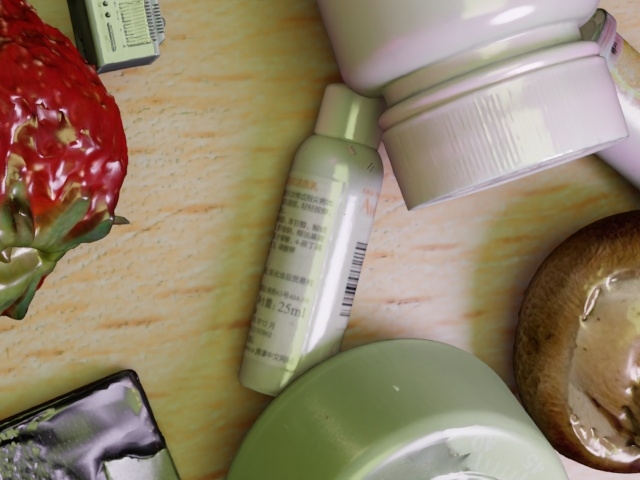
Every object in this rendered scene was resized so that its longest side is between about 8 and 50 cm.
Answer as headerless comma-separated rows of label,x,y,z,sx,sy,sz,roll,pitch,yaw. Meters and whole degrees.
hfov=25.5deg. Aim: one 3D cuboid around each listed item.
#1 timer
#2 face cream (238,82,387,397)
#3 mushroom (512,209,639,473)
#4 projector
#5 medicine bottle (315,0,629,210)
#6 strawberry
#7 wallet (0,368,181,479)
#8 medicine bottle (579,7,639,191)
timer,0.108,0.264,1.081,0.291,0.315,0.290,-9,113,-23
face cream,0.000,0.000,1.190,0.082,0.082,0.269,15,91,-14
mushroom,0.289,0.090,1.216,0.253,0.153,0.253,1,105,5
projector,-0.163,-0.189,1.103,0.061,0.147,0.115,-11,97,-13
medicine bottle,0.093,-0.229,1.101,0.213,0.213,0.378,-17,88,-12
strawberry,-0.287,-0.082,1.048,0.257,0.257,0.277,-28,67,-10
wallet,-0.232,0.252,1.162,0.262,0.071,0.221,-23,98,-17
medicine bottle,0.370,-0.035,1.269,0.426,0.108,0.108,37,85,-15
